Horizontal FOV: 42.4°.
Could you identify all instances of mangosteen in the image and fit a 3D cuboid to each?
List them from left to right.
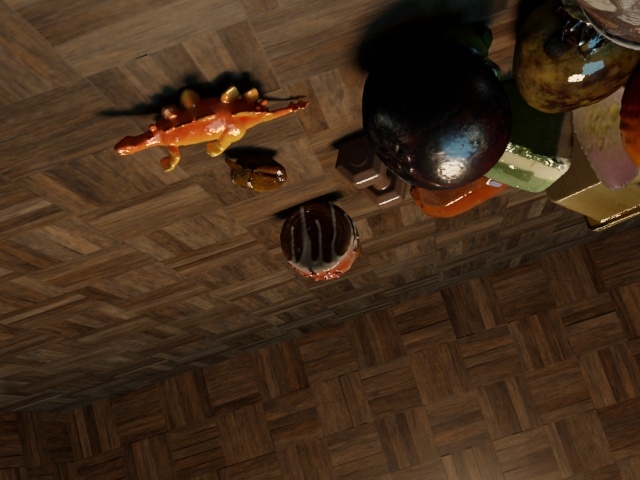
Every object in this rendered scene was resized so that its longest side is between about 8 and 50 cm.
[{"bbox_3d":[0.164,-0.177,1.118,0.216,0.216,0.216,-16,166,-4],"label":"mangosteen"}]

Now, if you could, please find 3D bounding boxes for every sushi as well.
[{"bbox_3d":[-0.103,-0.111,1.323,0.120,0.055,0.052,-11,121,-51],"label":"sushi"}]

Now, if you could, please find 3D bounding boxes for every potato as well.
[{"bbox_3d":[0.593,-0.226,1.433,0.266,0.229,0.229,-18,166,-16],"label":"potato"}]

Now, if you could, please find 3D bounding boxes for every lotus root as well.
[{"bbox_3d":[0.353,-0.255,1.142,0.169,0.141,0.314,-14,167,4],"label":"lotus root"}]

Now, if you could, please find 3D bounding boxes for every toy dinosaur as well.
[{"bbox_3d":[-0.131,-0.162,1.087,0.288,0.070,0.117,-17,166,-21],"label":"toy dinosaur"}]

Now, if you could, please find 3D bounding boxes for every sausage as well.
[{"bbox_3d":[0.284,-0.127,1.579,0.258,0.133,0.133,-33,159,37],"label":"sausage"}]

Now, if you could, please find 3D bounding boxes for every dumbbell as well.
[{"bbox_3d":[0.095,-0.119,1.466,0.092,0.082,0.231,-22,165,12],"label":"dumbbell"}]

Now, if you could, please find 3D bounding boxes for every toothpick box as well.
[{"bbox_3d":[0.581,-0.149,1.745,0.190,0.187,0.308,-25,160,32],"label":"toothpick box"}]

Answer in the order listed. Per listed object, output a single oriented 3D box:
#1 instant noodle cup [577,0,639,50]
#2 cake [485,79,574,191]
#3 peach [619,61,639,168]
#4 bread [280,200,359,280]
[{"bbox_3d":[0.297,-0.309,0.774,0.217,0.217,0.207,-29,155,37],"label":"instant noodle cup"},{"bbox_3d":[0.277,-0.156,1.377,0.283,0.172,0.158,-12,163,-14],"label":"cake"},{"bbox_3d":[0.590,-0.204,1.130,0.373,0.290,0.373,-48,167,-15],"label":"peach"},{"bbox_3d":[0.000,0.000,1.651,0.160,0.160,0.073,-19,164,8],"label":"bread"}]
